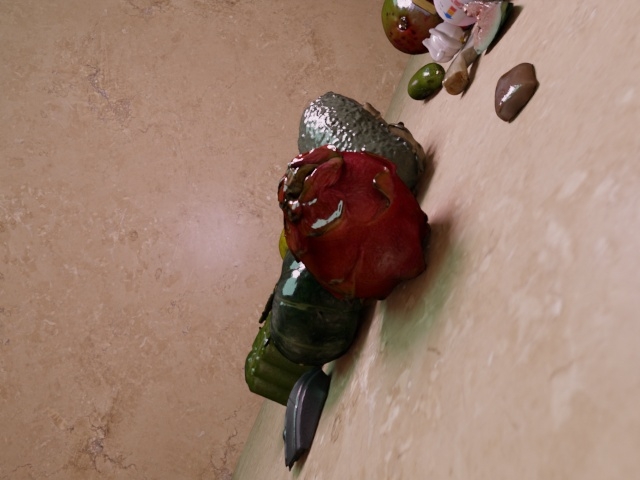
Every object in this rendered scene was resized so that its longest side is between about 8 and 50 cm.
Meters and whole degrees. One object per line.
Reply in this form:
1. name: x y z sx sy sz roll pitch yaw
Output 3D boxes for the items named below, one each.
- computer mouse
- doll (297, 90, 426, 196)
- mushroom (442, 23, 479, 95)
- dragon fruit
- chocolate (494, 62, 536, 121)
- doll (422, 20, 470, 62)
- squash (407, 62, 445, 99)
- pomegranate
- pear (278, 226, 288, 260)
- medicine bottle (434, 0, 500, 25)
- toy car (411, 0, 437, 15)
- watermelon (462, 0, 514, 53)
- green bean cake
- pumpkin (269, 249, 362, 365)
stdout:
1. computer mouse: -0.046 0.388 0.938 0.126 0.071 0.231 117 175 -56
2. doll: 0.097 -0.206 0.979 0.350 0.247 0.248 54 128 46
3. mushroom: 0.321 -0.400 0.915 0.202 0.054 0.059 -61 6 -23
4. dragon fruit: 0.059 -0.019 0.686 0.250 0.250 0.315 -69 -39 -57
5. chocolate: 0.257 -0.207 0.564 0.065 0.031 0.101 -57 7 48
6. doll: 0.399 -0.651 1.151 0.384 0.099 0.188 -60 0 -9
7. squash: 0.321 -0.490 1.320 0.331 0.087 0.087 -71 5 -79
8. pomegranate: 0.374 -0.840 1.484 0.324 0.290 0.291 -58 1 -8
9. pear: 0.000 0.000 1.421 0.294 0.294 0.295 -156 90 -88
10. medicine bottle: 0.337 -0.567 0.888 0.254 0.151 0.152 -77 11 -79
11. toy car: 0.320 -0.698 1.171 0.124 0.101 0.257 -59 -1 30
12. watermelon: 0.326 -0.423 0.813 0.155 0.080 0.101 -125 49 -69
13. green bean cake: -0.090 0.281 1.270 0.319 0.217 0.335 -79 11 -79
14. pumpkin: -0.002 0.134 0.941 0.300 0.207 0.301 -170 90 -85
